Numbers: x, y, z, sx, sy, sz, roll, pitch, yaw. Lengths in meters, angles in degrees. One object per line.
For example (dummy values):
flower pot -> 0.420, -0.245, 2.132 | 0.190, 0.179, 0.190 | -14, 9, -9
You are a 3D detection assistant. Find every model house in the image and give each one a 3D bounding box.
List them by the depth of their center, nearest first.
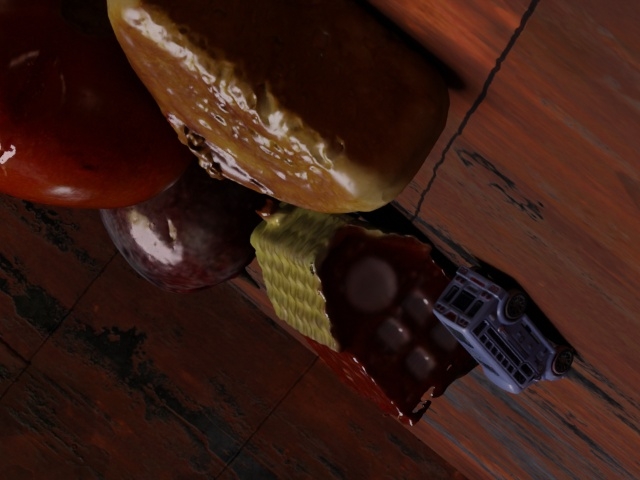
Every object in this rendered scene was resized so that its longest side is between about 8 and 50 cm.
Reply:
model house -> 0.039, 0.053, 1.833 | 0.254, 0.160, 0.196 | 44, 172, -22

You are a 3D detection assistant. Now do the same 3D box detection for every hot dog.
hot dog -> -0.034, -0.121, 1.236 | 0.256, 0.150, 0.153 | 38, 163, 3

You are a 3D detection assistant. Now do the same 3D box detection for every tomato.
tomato -> -0.222, -0.155, 1.361 | 0.298, 0.298, 0.226 | 41, 145, -12

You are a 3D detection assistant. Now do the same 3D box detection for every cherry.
cherry -> -0.169, -0.057, 2.014 | 0.300, 0.203, 0.230 | 47, 179, 0

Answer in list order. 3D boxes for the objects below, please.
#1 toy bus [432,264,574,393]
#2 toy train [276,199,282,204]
toy bus -> 0.183, 0.096, 1.700 | 0.073, 0.076, 0.167 | 31, 168, 47
toy train -> 0.000, 0.000, 2.106 | 0.234, 0.051, 0.052 | 36, 175, 25
